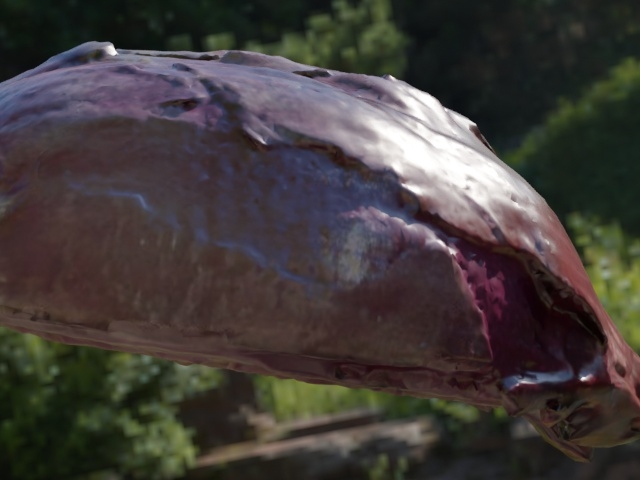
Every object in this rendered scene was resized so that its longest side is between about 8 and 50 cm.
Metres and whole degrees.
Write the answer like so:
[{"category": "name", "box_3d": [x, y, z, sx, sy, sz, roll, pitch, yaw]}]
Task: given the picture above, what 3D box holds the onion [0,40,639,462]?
[{"category": "onion", "box_3d": [0.000, 0.000, 0.710, 0.283, 0.120, 0.227, 14, -1, -12]}]
